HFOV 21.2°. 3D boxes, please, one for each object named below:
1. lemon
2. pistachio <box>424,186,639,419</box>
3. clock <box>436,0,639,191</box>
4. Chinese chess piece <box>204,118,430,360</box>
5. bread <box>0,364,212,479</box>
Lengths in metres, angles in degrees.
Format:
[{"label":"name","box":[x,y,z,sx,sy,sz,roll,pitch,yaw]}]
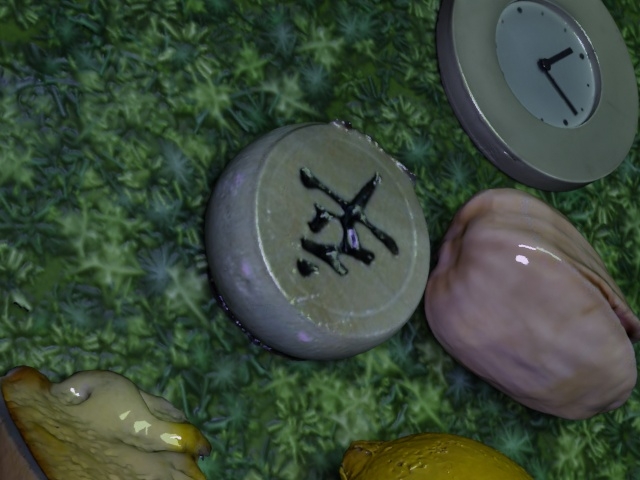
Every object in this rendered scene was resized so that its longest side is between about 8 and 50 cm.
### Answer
[{"label":"lemon","box":[0.091,0.229,1.269,0.206,0.173,0.173,43,52,3]},{"label":"pistachio","box":[0.181,0.055,1.410,0.229,0.157,0.157,41,54,-33]},{"label":"clock","box":[0.202,-0.159,1.581,0.235,0.029,0.235,15,64,-33]},{"label":"Chinese chess piece","box":[0.000,0.000,1.339,0.188,0.083,0.188,14,66,-35]},{"label":"bread","box":[-0.141,0.195,1.139,0.174,0.251,0.133,10,112,-35]}]
